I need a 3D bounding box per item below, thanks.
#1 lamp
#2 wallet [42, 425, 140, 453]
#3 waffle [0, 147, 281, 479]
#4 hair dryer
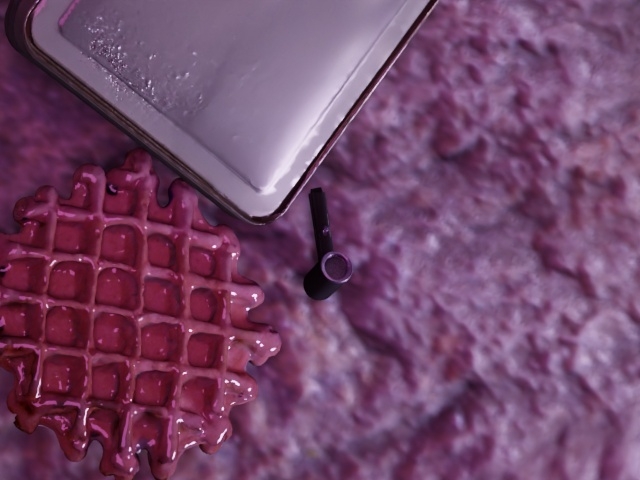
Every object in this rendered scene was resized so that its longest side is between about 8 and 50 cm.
[{"bbox_3d":[-0.056,-0.180,1.368,0.266,0.047,0.269,39,85,-32],"label":"lamp"},{"bbox_3d":[-0.170,0.129,1.423,0.083,0.011,0.044,18,87,-7],"label":"wallet"},{"bbox_3d":[-0.141,0.058,1.380,0.221,0.055,0.234,-38,97,-27],"label":"waffle"},{"bbox_3d":[0.000,0.000,1.436,0.026,0.047,0.083,-2,71,-23],"label":"hair dryer"}]
